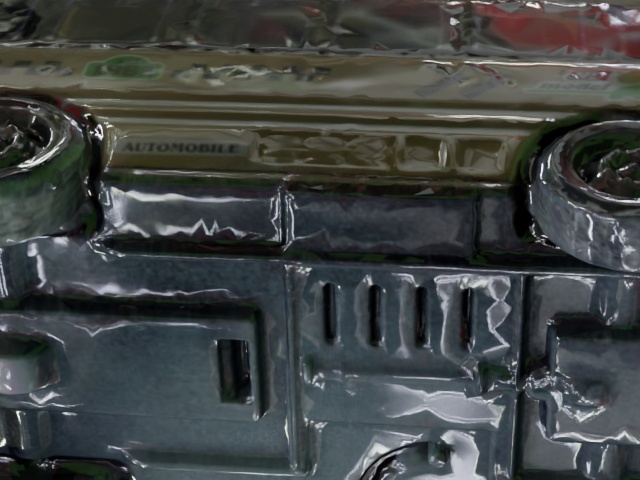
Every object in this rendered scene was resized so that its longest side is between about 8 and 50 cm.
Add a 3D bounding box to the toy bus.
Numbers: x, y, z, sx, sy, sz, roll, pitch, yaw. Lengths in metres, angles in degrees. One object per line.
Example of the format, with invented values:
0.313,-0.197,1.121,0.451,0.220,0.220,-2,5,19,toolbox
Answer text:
0.000,0.000,0.502,0.157,0.289,0.139,-80,-11,-54,toy bus
